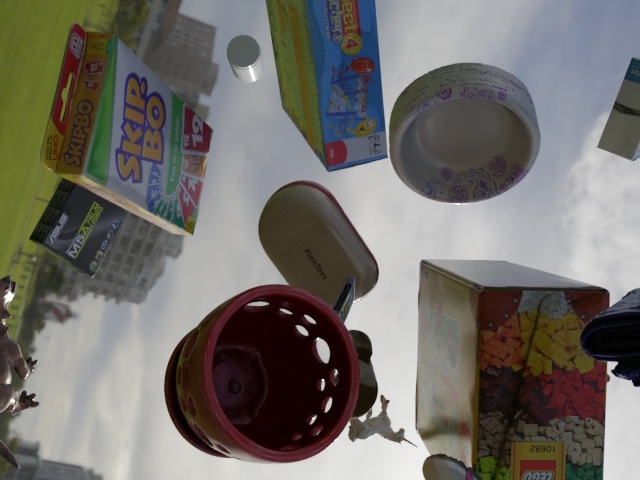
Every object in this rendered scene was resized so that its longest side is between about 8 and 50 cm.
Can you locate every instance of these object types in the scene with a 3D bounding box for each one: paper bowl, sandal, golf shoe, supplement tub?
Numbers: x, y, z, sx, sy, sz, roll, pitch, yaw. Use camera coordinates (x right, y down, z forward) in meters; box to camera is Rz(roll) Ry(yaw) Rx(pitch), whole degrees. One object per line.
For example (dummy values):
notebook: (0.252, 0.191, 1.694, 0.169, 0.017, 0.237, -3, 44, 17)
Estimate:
paper bowl: (0.275, -0.219, 1.458, 0.284, 0.284, 0.148, 126, -22, -43)
sandal: (0.062, 0.281, 1.460, 0.240, 0.088, 0.079, -81, -175, -56)
golf shoe: (0.187, 0.357, 0.945, 0.067, 0.186, 0.086, -39, 175, 34)
supplement tub: (-0.154, -0.374, 1.546, 0.107, 0.071, 0.071, 78, 27, -85)

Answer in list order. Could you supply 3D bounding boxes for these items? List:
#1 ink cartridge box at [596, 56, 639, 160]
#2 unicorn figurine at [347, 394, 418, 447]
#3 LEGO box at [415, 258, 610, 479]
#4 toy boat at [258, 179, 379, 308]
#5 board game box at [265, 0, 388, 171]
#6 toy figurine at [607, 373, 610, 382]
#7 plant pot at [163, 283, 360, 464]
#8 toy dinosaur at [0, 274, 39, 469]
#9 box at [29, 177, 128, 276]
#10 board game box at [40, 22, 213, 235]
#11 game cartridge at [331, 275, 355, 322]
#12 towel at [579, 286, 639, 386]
ink cartridge box: (0.649, -0.271, 1.524, 0.139, 0.082, 0.191, -21, 132, -55)
unicorn figurine: (0.125, 0.391, 1.598, 0.060, 0.161, 0.111, -138, -135, -66)
LEGO box: (0.305, 0.236, 1.312, 0.500, 0.193, 0.373, -127, -142, -85)
toy boat: (0.000, 0.000, 1.281, 0.151, 0.231, 0.151, -29, -165, 20)
board game box: (-0.006, -0.293, 1.029, 0.302, 0.086, 0.308, -119, -161, -60)
toy figurine: (0.537, 0.283, 1.554, 0.173, 0.130, 0.159, 50, -45, 19)
plant pot: (-0.076, 0.157, 0.859, 0.174, 0.191, 0.191, -26, -131, 58)
toy dinosaur: (-0.540, 0.217, 1.191, 0.200, 0.127, 0.296, 107, -22, -74)
box: (-0.480, -0.044, 1.521, 0.191, 0.045, 0.184, -66, 158, -17)
board game box: (-0.170, -0.092, 0.708, 0.259, 0.039, 0.124, 38, 60, -71)
game cartridge: (0.030, 0.097, 1.060, 0.056, 0.017, 0.083, 96, 17, -48)
towel: (0.395, 0.050, 0.661, 0.227, 0.308, 0.076, -17, -91, 43)
